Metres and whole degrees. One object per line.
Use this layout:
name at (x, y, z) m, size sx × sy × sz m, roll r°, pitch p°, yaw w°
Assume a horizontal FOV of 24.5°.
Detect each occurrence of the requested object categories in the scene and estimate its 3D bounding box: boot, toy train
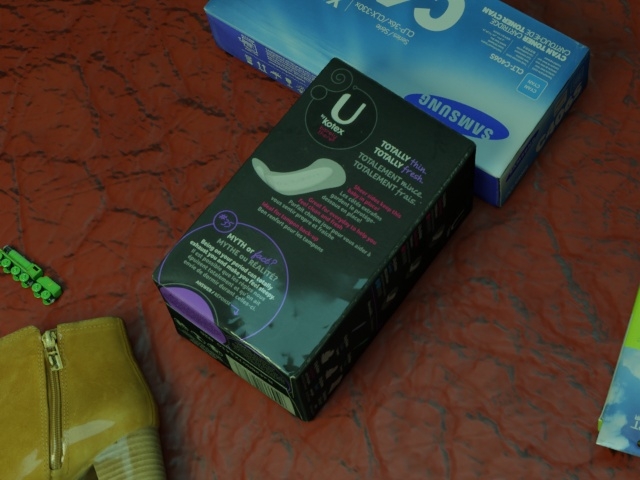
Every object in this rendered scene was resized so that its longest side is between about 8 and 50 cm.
boot at (-0.287, 0.194, 1.320) m, size 0.295 × 0.104 × 0.211 m, roll -20°, pitch 61°, yaw -8°
toy train at (-0.284, 0.032, 1.426) m, size 0.083 × 0.017 × 0.024 m, roll 36°, pitch 65°, yaw 19°

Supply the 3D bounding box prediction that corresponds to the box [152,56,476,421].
box at (0.000, 0.000, 1.336) m, size 0.165 × 0.143 × 0.270 m, roll 34°, pitch 74°, yaw 17°

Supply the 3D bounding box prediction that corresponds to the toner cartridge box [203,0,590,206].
toner cartridge box at (0.073, -0.191, 1.449) m, size 0.348 × 0.075 × 0.165 m, roll 31°, pitch 75°, yaw 18°

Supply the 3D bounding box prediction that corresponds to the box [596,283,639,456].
box at (0.316, 0.118, 1.304) m, size 0.109 × 0.042 × 0.178 m, roll 16°, pitch 70°, yaw 14°
